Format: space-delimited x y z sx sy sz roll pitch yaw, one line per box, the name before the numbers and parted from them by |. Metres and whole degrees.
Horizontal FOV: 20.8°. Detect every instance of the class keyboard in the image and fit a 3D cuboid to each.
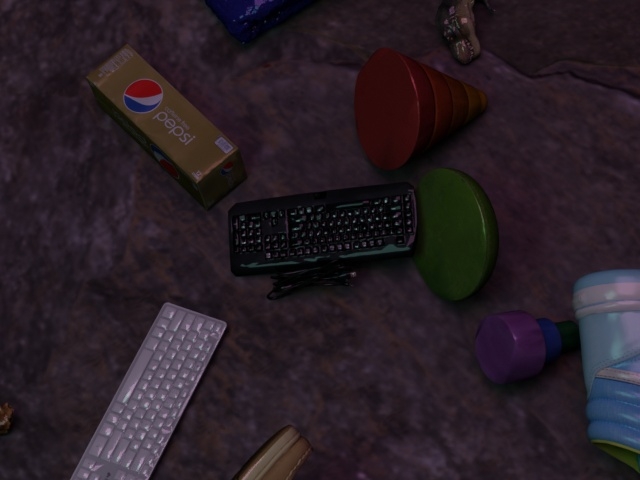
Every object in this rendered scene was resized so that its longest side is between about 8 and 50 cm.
keyboard | 0.000 0.000 1.686 0.192 0.038 0.100 -8 83 17
keyboard | -0.174 0.177 1.658 0.072 0.014 0.256 20 67 16

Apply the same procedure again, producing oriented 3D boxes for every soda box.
soda box | -0.157 -0.116 1.779 0.058 0.061 0.181 -40 65 -13

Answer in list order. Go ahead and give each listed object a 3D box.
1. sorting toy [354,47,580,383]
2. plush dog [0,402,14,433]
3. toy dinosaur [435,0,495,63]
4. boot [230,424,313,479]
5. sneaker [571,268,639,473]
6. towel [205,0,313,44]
sorting toy | 0.159 -0.033 1.694 0.126 0.127 0.365 -8 61 -31
plush dog | -0.408 0.122 1.596 0.210 0.225 0.262 8 64 11
toy dinosaur | 0.175 -0.315 1.843 0.118 0.064 0.268 -7 59 11
boot | -0.027 0.311 1.491 0.203 0.095 0.262 31 80 3
sneaker | 0.379 0.141 1.558 0.319 0.127 0.208 4 77 -1
towel | -0.072 -0.375 1.901 0.227 0.076 0.308 -33 64 -2
